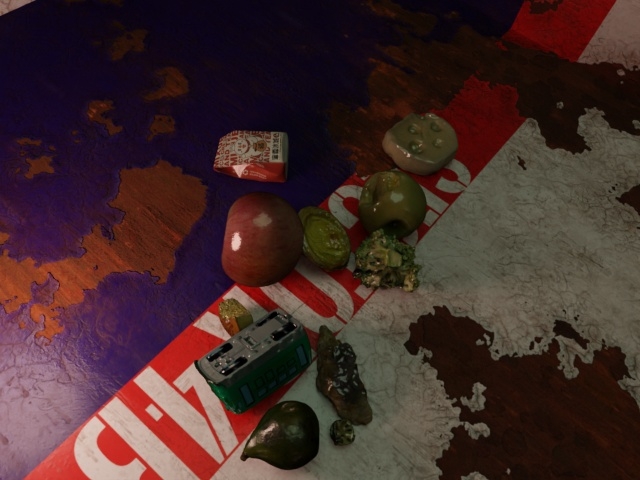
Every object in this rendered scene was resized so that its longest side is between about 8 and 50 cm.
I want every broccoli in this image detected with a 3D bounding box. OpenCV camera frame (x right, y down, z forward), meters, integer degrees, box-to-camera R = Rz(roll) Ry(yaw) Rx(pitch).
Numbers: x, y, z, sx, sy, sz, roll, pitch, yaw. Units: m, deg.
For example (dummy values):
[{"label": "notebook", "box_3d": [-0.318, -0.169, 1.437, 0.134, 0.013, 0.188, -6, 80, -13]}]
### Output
[{"label": "broccoli", "box_3d": [0.238, 0.090, 1.913, 0.247, 0.243, 0.263, -28, 85, -6]}]

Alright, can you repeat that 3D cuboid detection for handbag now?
[{"label": "handbag", "box_3d": [-0.280, -0.343, 2.166, 0.298, 0.151, 0.171, 2, 63, -3]}]

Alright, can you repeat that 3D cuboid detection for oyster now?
[{"label": "oyster", "box_3d": [0.065, 0.437, 1.746, 0.166, 0.110, 0.341, -8, 72, -6]}]

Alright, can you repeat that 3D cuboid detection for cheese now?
[{"label": "cheese", "box_3d": [0.437, -0.433, 2.344, 0.327, 0.115, 0.318, 8, 58, -4]}]

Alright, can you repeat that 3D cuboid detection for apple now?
[{"label": "apple", "box_3d": [0.278, -0.137, 2.056, 0.279, 0.279, 0.279, 4, 58, -6]}, {"label": "apple", "box_3d": [-0.198, -0.002, 1.853, 0.270, 0.344, 0.344, 8, 57, -8]}]

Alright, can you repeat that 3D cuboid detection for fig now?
[{"label": "fig", "box_3d": [-0.121, 0.589, 1.579, 0.245, 0.195, 0.195, -13, 61, -19]}]

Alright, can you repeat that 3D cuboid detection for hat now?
[{"label": "hat", "box_3d": [0.064, 0.607, 1.673, 0.076, 0.059, 0.077, -1, 62, -28]}]

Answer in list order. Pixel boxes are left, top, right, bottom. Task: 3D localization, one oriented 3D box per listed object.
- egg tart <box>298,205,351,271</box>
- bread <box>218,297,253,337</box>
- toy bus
[{"label": "egg tart", "box_3d": [0.000, 0.000, 1.997, 0.279, 0.095, 0.278, 22, 49, -28]}, {"label": "bread", "box_3d": [-0.285, 0.274, 1.791, 0.086, 0.125, 0.156, -25, 30, -28]}, {"label": "toy bus", "box_3d": [-0.199, 0.387, 1.683, 0.344, 0.199, 0.183, -31, 31, -23]}]
